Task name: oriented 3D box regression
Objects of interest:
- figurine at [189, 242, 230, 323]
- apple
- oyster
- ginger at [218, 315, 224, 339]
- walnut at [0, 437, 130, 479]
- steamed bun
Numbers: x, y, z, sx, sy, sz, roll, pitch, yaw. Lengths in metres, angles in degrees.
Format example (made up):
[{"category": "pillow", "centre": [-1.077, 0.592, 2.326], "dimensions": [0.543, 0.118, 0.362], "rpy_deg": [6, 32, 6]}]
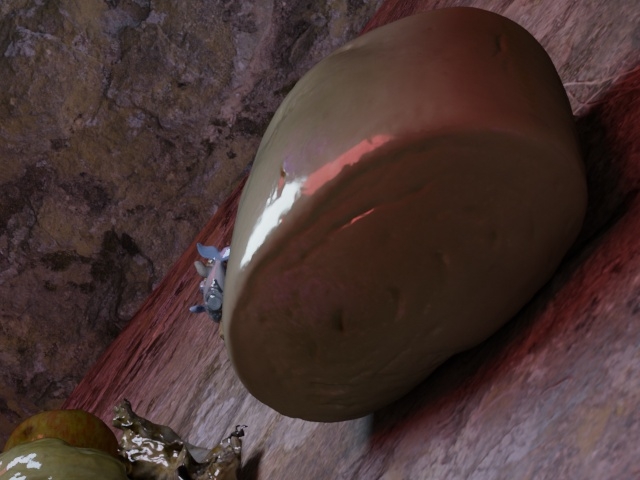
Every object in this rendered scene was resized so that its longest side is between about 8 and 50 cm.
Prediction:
[{"category": "figurine", "centre": [-0.210, 0.091, 2.201], "dimensions": [0.184, 0.128, 0.208], "rpy_deg": [-76, -12, -60]}, {"category": "apple", "centre": [-0.559, 0.497, 2.188], "dimensions": [0.264, 0.264, 0.264], "rpy_deg": [-51, 12, 15]}, {"category": "oyster", "centre": [-0.193, 0.322, 1.508], "dimensions": [0.337, 0.198, 0.133], "rpy_deg": [0, 78, 59]}, {"category": "ginger", "centre": [-0.127, 0.093, 2.098], "dimensions": [0.258, 0.065, 0.149], "rpy_deg": [-59, -1, 5]}, {"category": "walnut", "centre": [-0.407, 0.452, 1.569], "dimensions": [0.253, 0.277, 0.282], "rpy_deg": [-157, 87, -78]}, {"category": "steamed bun", "centre": [0.063, -0.036, 1.123], "dimensions": [0.456, 0.290, 0.371], "rpy_deg": [-48, 14, 29]}]
